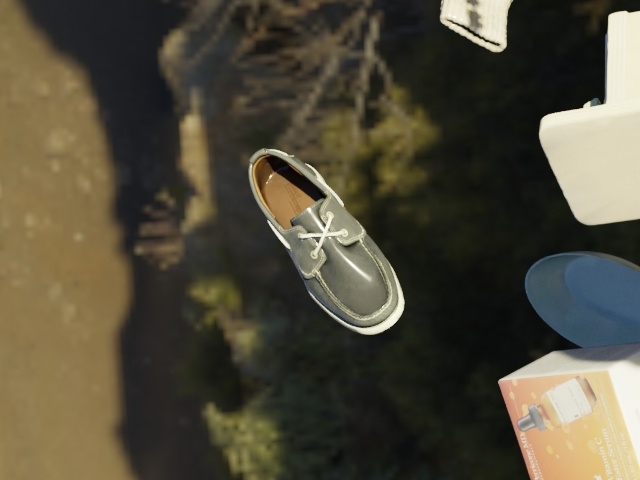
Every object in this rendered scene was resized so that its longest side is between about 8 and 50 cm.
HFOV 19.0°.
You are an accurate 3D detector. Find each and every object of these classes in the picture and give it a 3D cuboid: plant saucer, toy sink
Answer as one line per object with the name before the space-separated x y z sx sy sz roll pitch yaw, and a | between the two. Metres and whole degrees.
plant saucer | 0.327 0.065 2.155 0.037 0.195 0.195 -60 -2 -31
toy sink | 0.328 -0.122 1.726 0.153 0.234 0.131 57 -149 -46

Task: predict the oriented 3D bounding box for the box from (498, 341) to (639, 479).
box | 0.287 0.183 1.981 0.170 0.091 0.130 -13 98 53

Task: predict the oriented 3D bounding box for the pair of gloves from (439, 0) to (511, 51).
pair of gloves | 0.097 -0.304 1.874 0.042 0.240 0.204 -50 15 37

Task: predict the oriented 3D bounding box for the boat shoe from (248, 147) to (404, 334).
boat shoe | 0.000 0.000 1.891 0.233 0.084 0.079 55 -176 33
